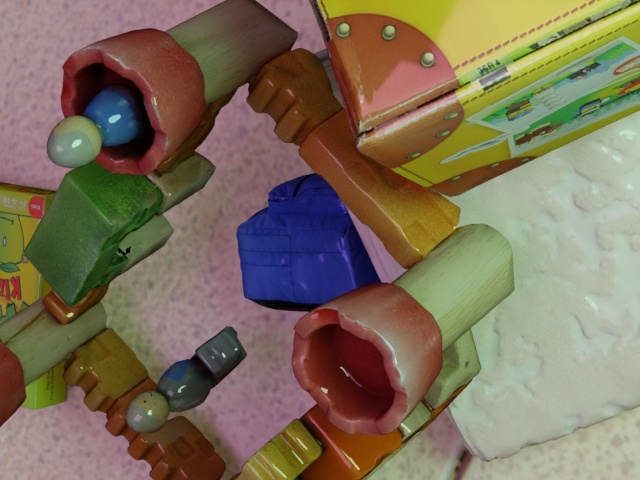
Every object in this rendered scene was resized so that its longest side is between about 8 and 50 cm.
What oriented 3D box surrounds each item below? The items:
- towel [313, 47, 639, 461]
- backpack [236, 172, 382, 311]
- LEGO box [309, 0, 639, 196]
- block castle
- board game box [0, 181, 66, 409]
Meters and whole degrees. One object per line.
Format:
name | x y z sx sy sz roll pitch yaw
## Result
towel | 0.177 -0.040 1.104 0.331 0.053 0.317 -25 99 25
backpack | 0.000 0.000 1.241 0.120 0.098 0.101 -6 94 39
LEGO box | 0.202 -0.301 0.913 0.500 0.193 0.373 -25 75 17
block castle | -0.103 0.082 1.145 0.303 0.213 0.453 47 137 8
board game box | -0.261 0.045 1.423 0.092 0.043 0.181 9 99 29
